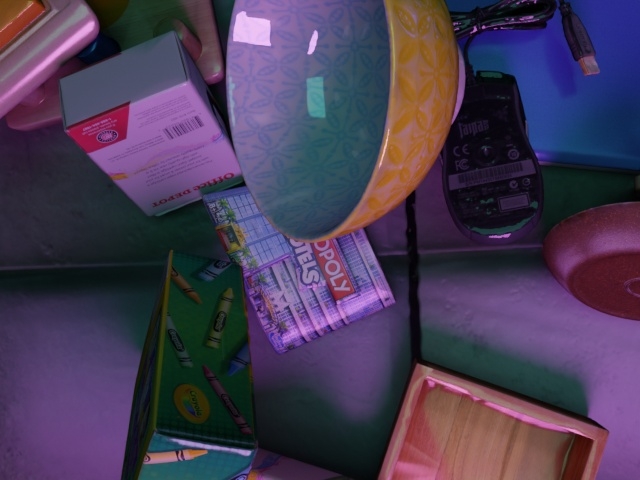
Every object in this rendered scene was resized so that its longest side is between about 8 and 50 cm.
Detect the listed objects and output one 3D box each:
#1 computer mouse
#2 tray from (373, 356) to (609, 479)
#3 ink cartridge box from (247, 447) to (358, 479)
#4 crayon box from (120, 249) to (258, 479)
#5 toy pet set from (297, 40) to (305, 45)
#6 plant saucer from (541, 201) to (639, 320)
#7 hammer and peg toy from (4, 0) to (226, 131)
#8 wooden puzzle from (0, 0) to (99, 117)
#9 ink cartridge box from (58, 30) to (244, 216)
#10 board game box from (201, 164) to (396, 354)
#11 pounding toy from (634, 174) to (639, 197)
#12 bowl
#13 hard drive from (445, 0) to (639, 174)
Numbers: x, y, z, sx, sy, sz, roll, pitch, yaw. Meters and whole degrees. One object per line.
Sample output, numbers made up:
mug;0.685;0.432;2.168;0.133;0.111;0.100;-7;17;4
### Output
computer mouse;0.198;-0.129;0.726;0.184;0.060;0.262;-16;75;8
tray;0.130;0.353;0.740;0.202;0.076;0.411;19;88;6
ink cartridge box;-0.056;0.301;0.712;0.212;0.093;0.155;7;86;30
crayon box;-0.124;0.148;0.648;0.081;0.278;0.165;13;114;-15
toy pet set;-0.011;-0.192;0.784;0.122;0.065;0.114;-1;87;5
plant saucer;0.313;0.032;0.679;0.198;0.199;0.036;13;62;6
hammer and peg toy;-0.296;-0.251;0.784;0.361;0.127;0.266;-13;86;8
wooden puzzle;-0.369;-0.239;0.706;0.221;0.044;0.239;-38;84;5
ink cartridge box;-0.167;-0.112;0.736;0.127;0.175;0.072;-21;61;3
board game box;0.000;0.000;0.776;0.194;0.060;0.194;-25;85;4
pounding toy;0.445;0.004;0.688;0.269;0.154;0.155;-2;87;6
bowl;0.040;-0.149;0.665;0.156;0.289;0.290;-7;85;-32
hard drive;0.222;-0.192;0.775;0.318;0.040;0.210;7;88;5
